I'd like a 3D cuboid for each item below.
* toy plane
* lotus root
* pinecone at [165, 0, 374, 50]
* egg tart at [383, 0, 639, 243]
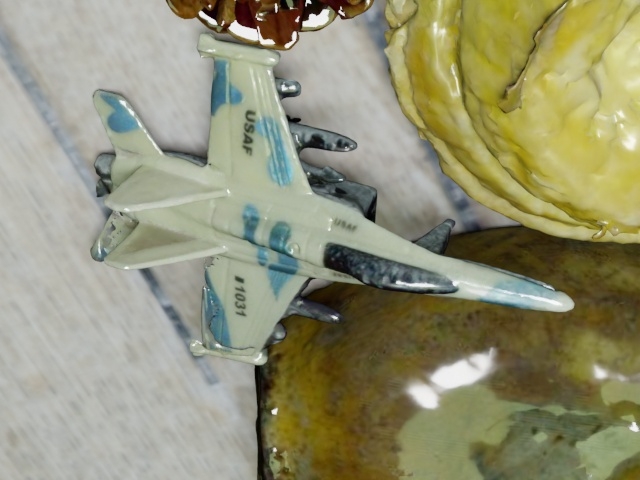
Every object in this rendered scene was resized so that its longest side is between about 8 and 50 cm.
[{"bbox_3d":[0.003,-0.005,0.990,0.262,0.088,0.192,10,122,9],"label":"toy plane"},{"bbox_3d":[0.088,0.120,1.077,0.260,0.149,0.267,9,125,-11],"label":"lotus root"},{"bbox_3d":[-0.026,-0.152,0.868,0.140,0.121,0.140,-1,120,-2],"label":"pinecone"},{"bbox_3d":[0.171,-0.100,0.924,0.290,0.115,0.290,-2,130,-2],"label":"egg tart"}]
